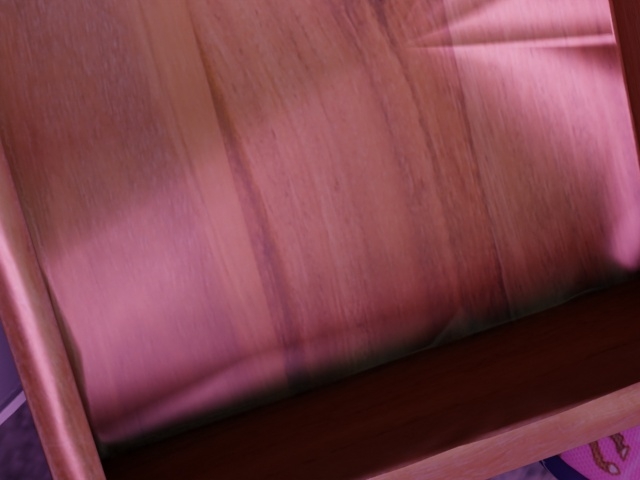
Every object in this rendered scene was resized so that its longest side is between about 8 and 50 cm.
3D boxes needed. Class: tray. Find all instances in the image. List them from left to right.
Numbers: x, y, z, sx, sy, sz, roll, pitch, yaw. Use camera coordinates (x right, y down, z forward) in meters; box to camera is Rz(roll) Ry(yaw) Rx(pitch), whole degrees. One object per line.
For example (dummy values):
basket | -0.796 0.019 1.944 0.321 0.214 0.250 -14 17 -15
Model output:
tray | -0.018 -0.130 0.445 0.202 0.076 0.411 -18 113 -10

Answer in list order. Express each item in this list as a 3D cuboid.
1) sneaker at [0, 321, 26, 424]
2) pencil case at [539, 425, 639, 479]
sneaker | -0.166 0.063 0.462 0.295 0.178 0.124 -29 109 -22
pencil case | 0.134 -0.087 0.639 0.167 0.160 0.386 -10 125 -7
